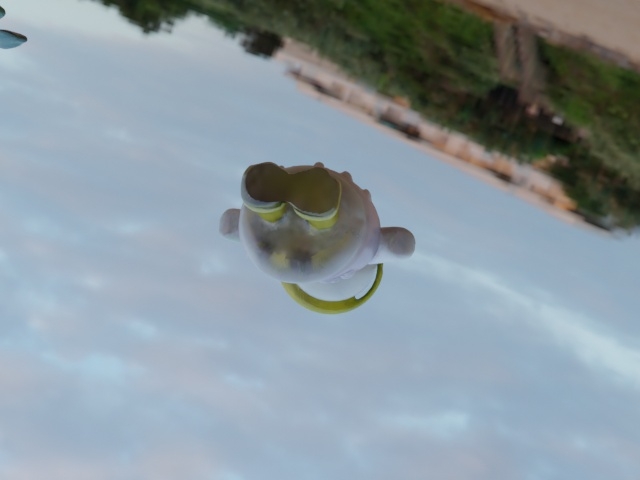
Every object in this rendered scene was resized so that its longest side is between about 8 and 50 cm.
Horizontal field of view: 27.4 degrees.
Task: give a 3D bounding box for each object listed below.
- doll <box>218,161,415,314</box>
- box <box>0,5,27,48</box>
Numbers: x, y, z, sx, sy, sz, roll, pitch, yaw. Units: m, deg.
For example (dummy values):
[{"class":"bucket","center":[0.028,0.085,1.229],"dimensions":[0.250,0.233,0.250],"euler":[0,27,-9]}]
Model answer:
[{"class":"doll","center":[0.000,0.000,0.853],"dimensions":[0.129,0.081,0.207],"euler":[7,168,12]},{"class":"box","center":[-0.317,-0.215,0.684],"dimensions":[0.336,0.106,0.264],"euler":[11,162,38]}]
